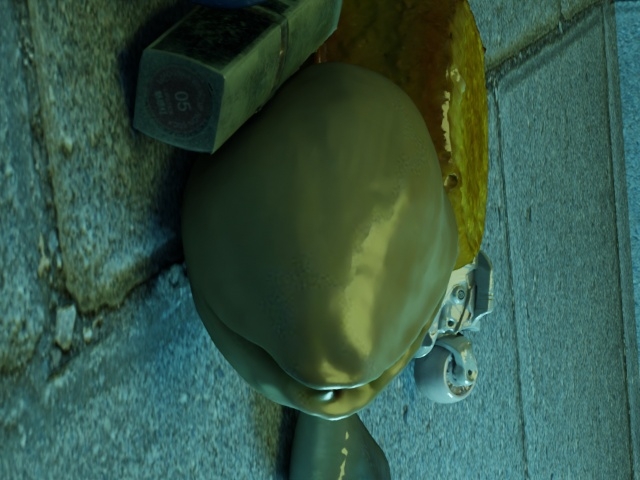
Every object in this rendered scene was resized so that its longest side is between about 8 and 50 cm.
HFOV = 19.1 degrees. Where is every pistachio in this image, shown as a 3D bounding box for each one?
[{"bbox_3d":[0.000,0.000,1.487,0.208,0.226,0.332,-54,-165,38],"label":"pistachio"}]

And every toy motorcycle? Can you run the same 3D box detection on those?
[{"bbox_3d":[0.129,0.054,2.097,0.112,0.112,0.254,-9,97,-72],"label":"toy motorcycle"}]

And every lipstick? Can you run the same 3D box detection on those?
[{"bbox_3d":[-0.056,-0.159,1.493,0.290,0.077,0.076,-51,156,-59],"label":"lipstick"}]

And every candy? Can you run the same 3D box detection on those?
[{"bbox_3d":[0.020,0.222,1.741,0.174,0.071,0.138,59,34,-56],"label":"candy"}]

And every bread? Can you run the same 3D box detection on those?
[{"bbox_3d":[0.065,-0.098,1.757,0.312,0.172,0.312,-3,90,-75],"label":"bread"}]

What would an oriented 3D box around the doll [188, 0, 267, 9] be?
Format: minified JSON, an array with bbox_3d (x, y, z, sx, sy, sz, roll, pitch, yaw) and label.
[{"bbox_3d":[-0.074,-0.297,1.374,0.215,0.161,0.257,-121,-165,-65],"label":"doll"}]
